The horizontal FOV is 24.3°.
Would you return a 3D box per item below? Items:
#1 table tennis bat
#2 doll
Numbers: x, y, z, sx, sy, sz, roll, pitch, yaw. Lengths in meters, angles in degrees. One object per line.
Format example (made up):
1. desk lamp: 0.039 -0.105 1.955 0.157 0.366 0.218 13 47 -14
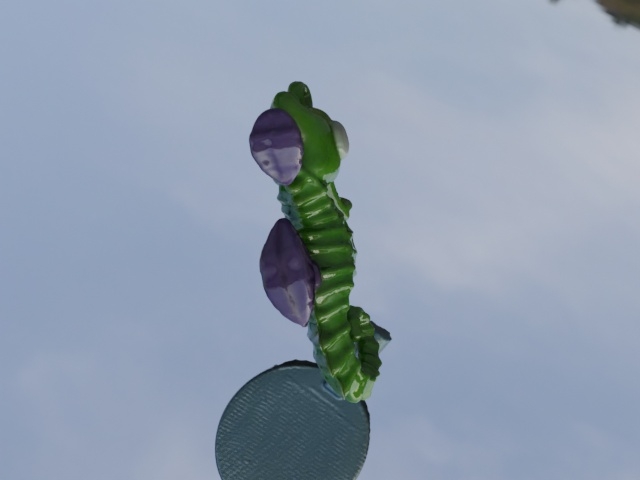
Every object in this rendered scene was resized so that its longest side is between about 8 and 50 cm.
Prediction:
1. table tennis bat: -0.007 0.118 0.994 0.100 0.155 0.019 36 -170 1
2. doll: 0.000 0.000 0.855 0.050 0.190 0.115 -13 173 23
